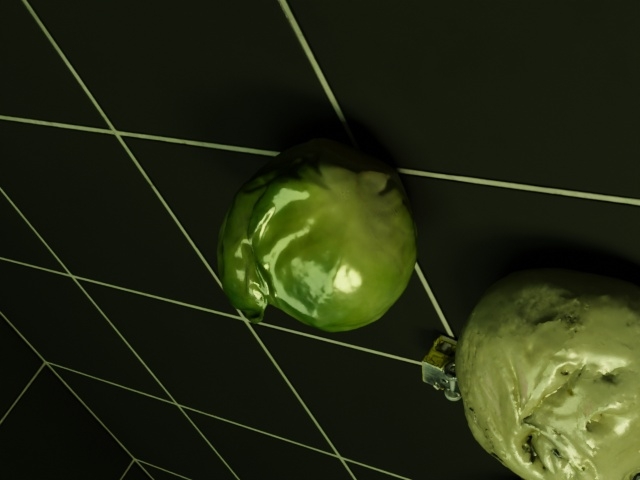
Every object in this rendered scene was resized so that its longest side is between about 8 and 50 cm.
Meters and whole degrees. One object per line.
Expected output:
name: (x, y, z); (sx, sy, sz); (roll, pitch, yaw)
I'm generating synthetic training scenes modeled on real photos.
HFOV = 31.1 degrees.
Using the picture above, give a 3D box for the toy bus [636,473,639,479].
toy bus: (0.551, 0.328, 1.657); (0.268, 0.092, 0.106); (21, 142, 22)

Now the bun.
bun: (0.329, 0.190, 1.520); (0.326, 0.234, 0.362); (40, 146, -2)

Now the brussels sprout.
brussels sprout: (-0.002, 0.000, 1.556); (0.259, 0.227, 0.294); (24, 119, -5)

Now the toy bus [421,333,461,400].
toy bus: (0.270, 0.226, 1.801); (0.226, 0.074, 0.081); (21, 151, 22)
